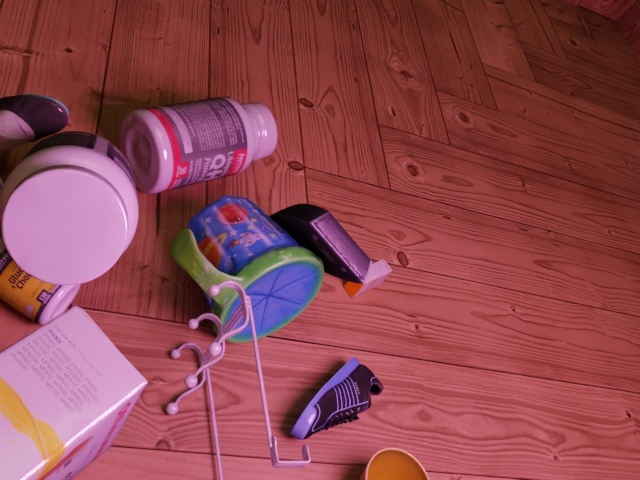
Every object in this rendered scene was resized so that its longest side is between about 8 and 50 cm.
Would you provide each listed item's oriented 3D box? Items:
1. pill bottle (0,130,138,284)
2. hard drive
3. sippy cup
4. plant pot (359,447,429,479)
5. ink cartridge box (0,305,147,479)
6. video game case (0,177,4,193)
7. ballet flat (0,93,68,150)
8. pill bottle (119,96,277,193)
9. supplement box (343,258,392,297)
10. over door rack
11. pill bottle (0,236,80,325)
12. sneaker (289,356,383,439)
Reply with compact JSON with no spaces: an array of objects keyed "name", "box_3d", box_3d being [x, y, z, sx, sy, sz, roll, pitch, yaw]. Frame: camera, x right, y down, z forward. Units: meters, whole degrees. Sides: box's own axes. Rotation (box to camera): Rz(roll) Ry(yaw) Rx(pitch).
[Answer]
[{"name":"pill bottle","box_3d":[-0.410,-0.062,1.150,0.210,0.210,0.363,17,9,-19]},{"name":"hard drive","box_3d":[0.000,0.000,1.341,0.054,0.254,0.172,-45,107,-11]},{"name":"sippy cup","box_3d":[-0.147,0.041,1.349,0.240,0.305,0.224,-30,59,-14]},{"name":"plant pot","box_3d":[0.118,0.454,1.247,0.134,0.095,0.134,17,48,-20]},{"name":"ink cartridge box","box_3d":[-0.443,0.294,0.907,0.160,0.279,0.384,44,45,7]},{"name":"video game case","box_3d":[-0.696,-0.134,1.285,0.173,0.022,0.190,-15,64,-38]},{"name":"ballet flat","box_3d":[-0.591,-0.212,1.277,0.280,0.095,0.096,6,54,23]},{"name":"pill bottle","box_3d":[-0.255,-0.217,1.510,0.318,0.176,0.176,-20,67,-40]},{"name":"supplement box","box_3d":[0.106,0.085,1.565,0.098,0.062,0.036,-21,66,-41]},{"name":"over door rack","box_3d":[-0.159,0.262,1.134,0.108,0.239,0.324,-4,57,-34]},{"name":"pill bottle","box_3d":[-0.513,0.057,1.184,0.184,0.103,0.103,34,45,-3]},{"name":"sneaker","box_3d":[0.037,0.314,1.323,0.090,0.081,0.232,39,43,13]}]
